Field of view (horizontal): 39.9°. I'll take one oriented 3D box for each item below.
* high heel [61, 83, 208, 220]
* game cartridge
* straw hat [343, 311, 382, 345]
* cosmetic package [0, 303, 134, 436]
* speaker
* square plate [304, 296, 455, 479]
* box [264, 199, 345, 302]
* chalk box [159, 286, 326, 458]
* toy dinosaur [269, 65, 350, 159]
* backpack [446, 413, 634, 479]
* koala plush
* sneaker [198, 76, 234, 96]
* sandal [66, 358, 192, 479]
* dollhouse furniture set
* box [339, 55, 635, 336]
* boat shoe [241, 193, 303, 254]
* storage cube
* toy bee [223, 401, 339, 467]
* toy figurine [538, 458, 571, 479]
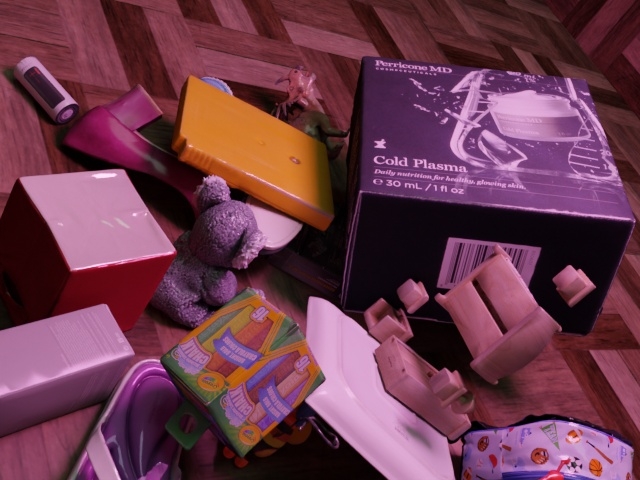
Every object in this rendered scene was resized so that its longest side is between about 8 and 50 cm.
[{"bbox_3d":[-0.304,-0.096,1.644,0.181,0.127,0.377,-37,87,-9],"label":"high heel"},{"bbox_3d":[-0.126,-0.171,1.687,0.323,0.053,0.285,25,29,-19],"label":"game cartridge"},{"bbox_3d":[0.121,0.151,1.717,0.144,0.061,0.145,23,37,-19],"label":"straw hat"},{"bbox_3d":[-0.389,0.182,1.197,0.237,0.127,0.107,-9,56,-48],"label":"cosmetic package"},{"bbox_3d":[-0.519,-0.284,1.669,0.136,0.055,0.055,47,37,13],"label":"speaker"},{"bbox_3d":[0.107,0.266,1.442,0.347,0.049,0.344,44,15,-15],"label":"square plate"},{"bbox_3d":[0.000,0.000,1.787,0.183,0.056,0.231,29,36,-10],"label":"box"},{"bbox_3d":[-0.124,0.194,1.217,0.213,0.132,0.132,-40,43,-20],"label":"chalk box"},{"bbox_3d":[-0.049,-0.231,1.961,0.200,0.127,0.296,24,52,-1],"label":"toy dinosaur"},{"bbox_3d":[0.389,0.401,1.493,0.276,0.263,0.213,18,56,-24],"label":"backpack"},{"bbox_3d":[-0.176,0.020,1.473,0.203,0.221,0.196,-7,55,-44],"label":"koala plush"},{"bbox_3d":[-0.220,-0.295,1.929,0.162,0.063,0.073,42,39,7],"label":"sneaker"},{"bbox_3d":[-0.251,0.312,1.185,0.169,0.102,0.416,22,38,-19],"label":"sandal"},{"bbox_3d":[0.280,0.139,1.459,0.174,0.355,0.303,41,16,-28],"label":"dollhouse furniture set"},{"bbox_3d":[0.292,-0.099,1.716,0.479,0.298,0.472,6,39,-2],"label":"box"},{"bbox_3d":[-0.101,-0.051,1.693,0.116,0.099,0.319,23,30,-13],"label":"boat shoe"},{"bbox_3d":[-0.365,0.025,1.335,0.214,0.193,0.184,-11,57,-45],"label":"storage cube"},{"bbox_3d":[-0.091,0.259,1.357,0.195,0.162,0.298,49,5,-4],"label":"toy bee"},{"bbox_3d":[0.322,0.514,1.383,0.191,0.217,0.363,-34,102,-28],"label":"toy figurine"}]
